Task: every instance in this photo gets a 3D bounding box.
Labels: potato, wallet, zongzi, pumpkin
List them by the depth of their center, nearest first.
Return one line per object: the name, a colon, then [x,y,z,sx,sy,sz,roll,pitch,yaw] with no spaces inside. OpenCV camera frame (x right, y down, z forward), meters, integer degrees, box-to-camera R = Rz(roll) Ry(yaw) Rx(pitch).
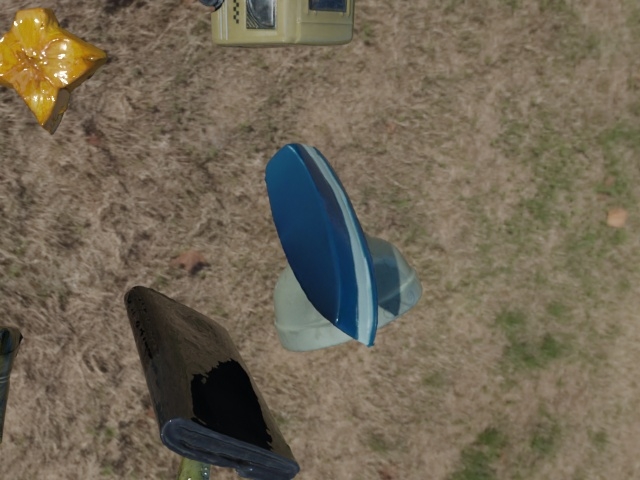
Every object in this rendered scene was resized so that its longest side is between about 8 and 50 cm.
zongzi: [-0.581,0.220,1.038,0.187,0.084,0.184,5,87,-2]
wallet: [-0.190,0.216,1.055,0.228,0.406,0.062,34,96,-31]
potato: [-0.244,0.452,1.200,0.054,0.119,0.198,23,56,-18]
pumpkin: [-0.701,-0.435,1.602,0.290,0.095,0.258,38,95,-7]

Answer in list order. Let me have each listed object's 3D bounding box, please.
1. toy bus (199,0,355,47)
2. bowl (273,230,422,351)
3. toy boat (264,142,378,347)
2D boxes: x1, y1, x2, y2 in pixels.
toy bus: [-0.049,-0.451,0.902,0.176,0.201,0.366,-19,116,-46]
bowl: [0.038,0.085,1.317,0.307,0.307,0.163,-28,104,-34]
toy boat: [0.000,0.000,0.817,0.096,0.299,0.061,-40,141,26]
